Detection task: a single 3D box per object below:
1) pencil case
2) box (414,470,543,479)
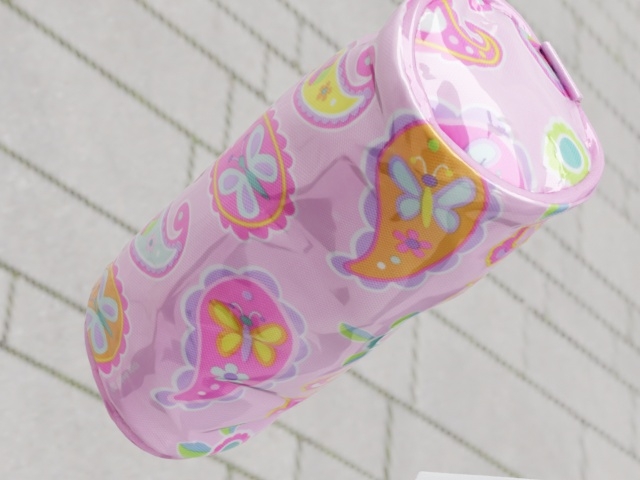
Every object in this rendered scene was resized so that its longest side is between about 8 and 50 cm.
[{"bbox_3d":[0.000,0.000,0.807,0.124,0.284,0.124,22,48,-27],"label":"pencil case"},{"bbox_3d":[0.097,0.199,0.990,0.087,0.101,0.102,44,59,-34],"label":"box"}]
